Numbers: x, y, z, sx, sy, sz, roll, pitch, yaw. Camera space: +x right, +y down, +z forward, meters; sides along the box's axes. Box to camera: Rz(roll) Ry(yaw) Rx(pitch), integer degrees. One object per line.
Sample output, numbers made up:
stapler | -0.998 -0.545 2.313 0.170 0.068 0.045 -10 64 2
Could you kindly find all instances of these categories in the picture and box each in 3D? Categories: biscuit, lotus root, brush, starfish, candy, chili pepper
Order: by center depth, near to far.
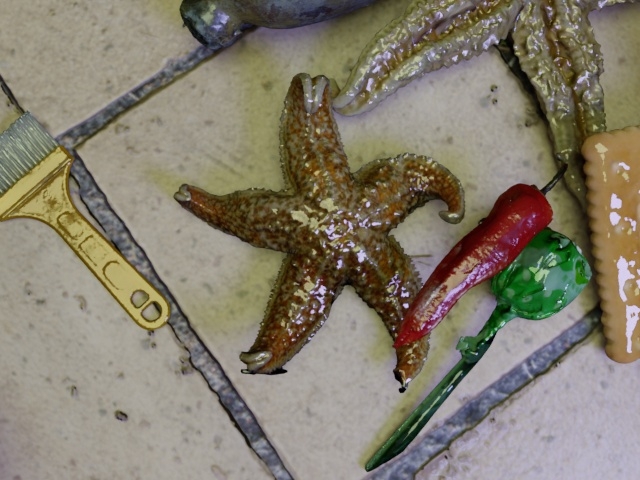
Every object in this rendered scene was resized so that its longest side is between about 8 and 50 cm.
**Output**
chili pepper | 0.162 0.005 0.715 0.268 0.050 0.059 -43 60 -11
starfish | -0.003 0.001 0.742 0.312 0.113 0.303 25 84 -3
lotus root | 0.007 -0.316 0.744 0.350 0.175 0.175 -28 86 -5
candy | 0.154 0.122 0.757 0.097 0.097 0.323 39 92 2
biscuit | 0.362 -0.001 0.763 0.160 0.030 0.249 -11 99 -9
brush | -0.259 -0.009 0.777 0.103 0.013 0.272 -43 88 -5
starfish | 0.253 -0.215 0.785 0.324 0.082 0.432 42 90 -7
